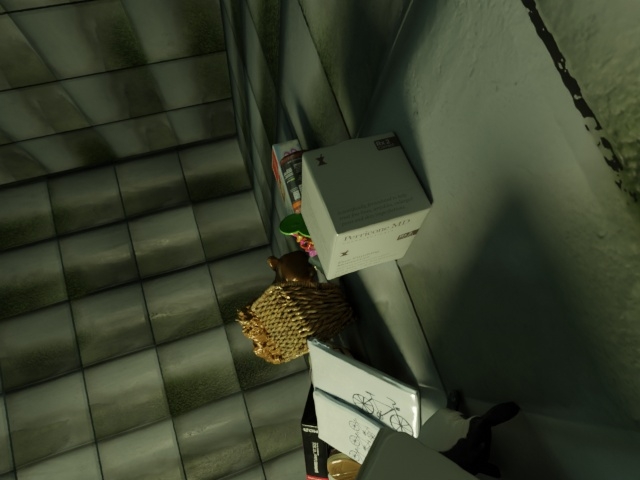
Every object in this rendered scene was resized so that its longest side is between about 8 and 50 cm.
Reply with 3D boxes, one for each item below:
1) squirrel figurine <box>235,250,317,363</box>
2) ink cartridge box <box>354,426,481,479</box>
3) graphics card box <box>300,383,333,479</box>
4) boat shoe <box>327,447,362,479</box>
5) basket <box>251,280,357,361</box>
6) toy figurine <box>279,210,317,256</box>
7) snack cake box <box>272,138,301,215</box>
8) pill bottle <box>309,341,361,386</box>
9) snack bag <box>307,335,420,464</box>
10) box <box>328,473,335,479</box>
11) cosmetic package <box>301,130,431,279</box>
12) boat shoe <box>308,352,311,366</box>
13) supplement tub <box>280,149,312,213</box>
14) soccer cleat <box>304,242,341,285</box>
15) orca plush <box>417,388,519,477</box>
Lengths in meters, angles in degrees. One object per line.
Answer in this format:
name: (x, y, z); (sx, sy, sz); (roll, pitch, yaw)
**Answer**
squirrel figurine: (-0.129, 0.236, 1.567); (0.397, 0.281, 0.370); (-55, -16, -54)
ink cartridge box: (0.156, 0.447, 0.568); (0.286, 0.166, 0.394); (25, 145, 20)
graphics card box: (0.005, 0.679, 1.539); (0.232, 0.094, 0.370); (-70, -17, -52)
boat shoe: (0.121, 0.648, 1.265); (0.342, 0.123, 0.123); (42, -151, -42)
basket: (-0.046, 0.210, 1.293); (0.223, 0.214, 0.299); (56, 151, 8)
toy figurine: (0.000, 0.000, 1.088); (0.130, 0.173, 0.159); (-92, -14, -45)
snack cake box: (-0.080, -0.170, 1.362); (0.152, 0.089, 0.264); (111, 142, -74)
pill bottle: (0.061, 0.432, 1.308); (0.301, 0.169, 0.169); (-145, 40, -73)
snack bag: (0.101, 0.426, 1.023); (0.323, 0.037, 0.342); (17, 122, 38)
box: (0.135, 0.861, 1.472); (0.311, 0.121, 0.147); (62, -175, -62)
cosmetic package: (0.061, -0.051, 0.693); (0.183, 0.151, 0.151); (96, 155, -65)
boat shoe: (0.041, 0.546, 1.739); (0.302, 0.109, 0.098); (-128, 29, -48)
supplement tub: (-0.037, -0.140, 1.153); (0.106, 0.106, 0.197); (147, 106, -78)
soccer cleat: (0.006, 0.073, 1.313); (0.068, 0.076, 0.196); (89, 161, -53)
orca plush: (0.231, 0.306, 0.634); (0.151, 0.102, 0.287); (-57, -13, -40)
